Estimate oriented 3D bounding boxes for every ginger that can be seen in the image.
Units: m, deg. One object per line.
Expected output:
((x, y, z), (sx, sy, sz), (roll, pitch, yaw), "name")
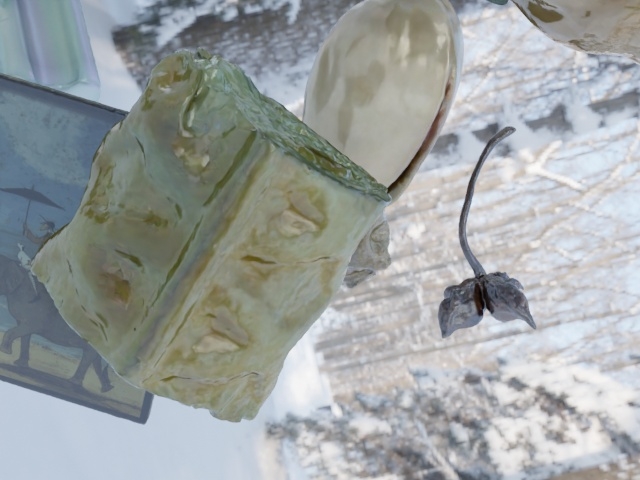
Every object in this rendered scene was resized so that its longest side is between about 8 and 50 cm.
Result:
((0.000, 0.000, 1.544), (0.219, 0.270, 0.123), (51, 39, -11), "ginger")

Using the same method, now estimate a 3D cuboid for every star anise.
((0.219, -0.009, 1.156), (0.148, 0.218, 0.227), (3, -64, 53), "star anise")

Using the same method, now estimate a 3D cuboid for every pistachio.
((0.080, -0.182, 1.170), (0.214, 0.193, 0.318), (39, -56, 41), "pistachio")

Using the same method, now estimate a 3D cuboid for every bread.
((-0.094, -0.003, 0.730), (0.238, 0.252, 0.196), (33, 13, -38), "bread")

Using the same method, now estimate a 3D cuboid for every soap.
((-0.390, -0.281, 1.148), (0.208, 0.115, 0.347), (-50, -127, 50), "soap")

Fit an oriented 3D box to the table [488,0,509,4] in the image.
((0.163, -0.310, 0.925), (0.133, 0.043, 0.133), (44, 3, -3), "table")

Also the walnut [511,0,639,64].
((0.235, -0.285, 0.581), (0.344, 0.306, 0.306), (-84, 165, -49), "walnut")

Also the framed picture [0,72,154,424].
((-0.271, 0.015, 0.916), (0.016, 0.265, 0.347), (-70, 178, -67), "framed picture")
